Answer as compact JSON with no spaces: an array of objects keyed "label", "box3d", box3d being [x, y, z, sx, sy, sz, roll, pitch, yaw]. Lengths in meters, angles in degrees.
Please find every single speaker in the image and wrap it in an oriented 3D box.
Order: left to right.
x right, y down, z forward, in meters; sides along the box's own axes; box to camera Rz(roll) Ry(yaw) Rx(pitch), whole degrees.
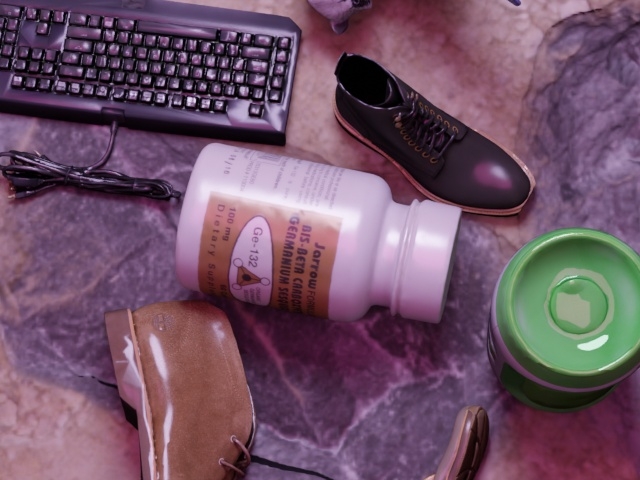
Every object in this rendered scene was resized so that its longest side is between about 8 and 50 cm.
[{"label":"speaker","box3d":[0.197,0.069,1.385,0.131,0.296,0.131,-1,80,4]}]

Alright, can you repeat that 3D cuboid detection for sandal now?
[{"label":"sandal","box3d":[0.095,0.223,1.487,0.049,0.072,0.180,16,80,23]}]

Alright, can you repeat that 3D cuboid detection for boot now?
[{"label":"boot","box3d":[-0.101,0.196,1.491,0.115,0.112,0.305,-11,77,-8]},{"label":"boot","box3d":[0.093,-0.089,1.501,0.198,0.137,0.077,26,84,8]}]

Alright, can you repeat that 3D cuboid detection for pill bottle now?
[{"label":"pill bottle","box3d":[0.000,0.000,1.496,0.229,0.131,0.131,11,82,6]}]

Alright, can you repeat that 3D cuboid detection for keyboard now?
[{"label":"keyboard","box3d":[-0.185,-0.127,1.584,0.317,0.033,0.201,7,81,6]}]

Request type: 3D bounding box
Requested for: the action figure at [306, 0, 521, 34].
[{"label":"action figure","box3d":[0.119,-0.300,1.522,0.330,0.178,0.341,-41,55,2]}]
